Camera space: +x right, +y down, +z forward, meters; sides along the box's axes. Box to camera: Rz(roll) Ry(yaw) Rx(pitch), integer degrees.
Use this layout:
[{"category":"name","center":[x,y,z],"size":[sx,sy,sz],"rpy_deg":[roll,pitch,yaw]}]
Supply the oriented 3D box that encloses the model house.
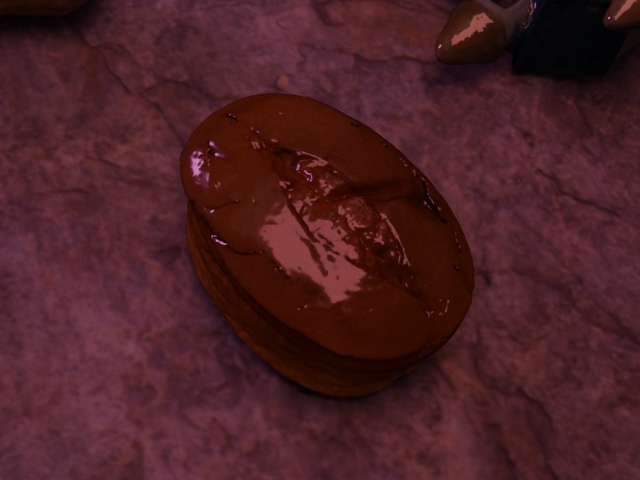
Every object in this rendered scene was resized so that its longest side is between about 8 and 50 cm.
[{"category":"model house","center":[0.233,-0.276,1.384],"size":[0.325,0.194,0.267],"rpy_deg":[-37,73,-27]}]

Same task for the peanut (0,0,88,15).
[{"category":"peanut","center":[-0.315,-0.236,1.264],"size":[0.275,0.111,0.125],"rpy_deg":[-14,67,-21]}]

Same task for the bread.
[{"category":"bread","center":[0.000,0.000,1.177],"size":[0.195,0.142,0.269],"rpy_deg":[-32,69,-29]}]
